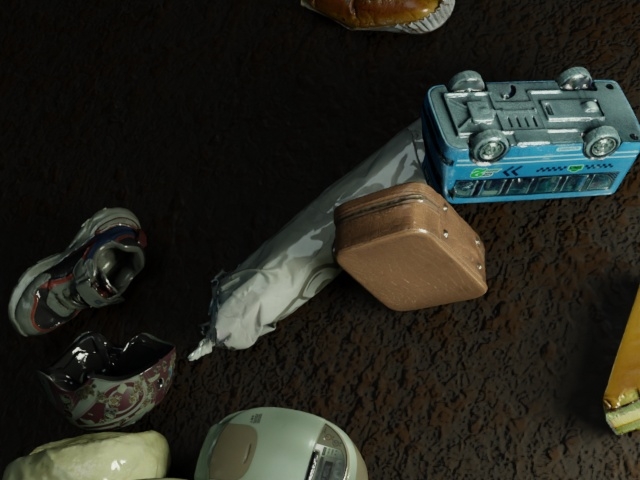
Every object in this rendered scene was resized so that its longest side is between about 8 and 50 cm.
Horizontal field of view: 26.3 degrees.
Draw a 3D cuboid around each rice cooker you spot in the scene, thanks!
[{"bbox_3d":[-0.044,0.270,1.575,0.206,0.127,0.145,1,61,33],"label":"rice cooker"}]

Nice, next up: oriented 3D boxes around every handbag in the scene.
[{"bbox_3d":[0.102,0.013,1.612,0.151,0.193,0.072,-16,59,27],"label":"handbag"}]

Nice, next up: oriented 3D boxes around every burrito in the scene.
[{"bbox_3d":[0.000,0.000,1.725,0.445,0.101,0.139,-40,12,6],"label":"burrito"}]

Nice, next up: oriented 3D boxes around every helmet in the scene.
[{"bbox_3d":[-0.267,0.189,1.748,0.176,0.107,0.153,1,17,19],"label":"helmet"}]

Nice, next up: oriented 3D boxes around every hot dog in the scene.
[{"bbox_3d":[0.073,-0.361,1.935,0.268,0.075,0.144,20,69,33],"label":"hot dog"}]

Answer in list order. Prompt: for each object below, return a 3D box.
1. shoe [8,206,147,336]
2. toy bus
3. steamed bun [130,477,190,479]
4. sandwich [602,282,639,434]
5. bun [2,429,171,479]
[{"bbox_3d":[-0.315,0.061,1.866,0.227,0.099,0.125,-46,48,-9],"label":"shoe"},{"bbox_3d":[0.238,-0.115,1.594,0.246,0.134,0.113,-4,52,-15],"label":"toy bus"},{"bbox_3d":[-0.162,0.411,1.465,0.312,0.334,0.233,-47,7,1],"label":"steamed bun"},{"bbox_3d":[0.343,0.113,1.488,0.113,0.079,0.163,-22,54,13],"label":"sandwich"},{"bbox_3d":[-0.284,0.306,1.634,0.229,0.229,0.145,-11,83,22],"label":"bun"}]
